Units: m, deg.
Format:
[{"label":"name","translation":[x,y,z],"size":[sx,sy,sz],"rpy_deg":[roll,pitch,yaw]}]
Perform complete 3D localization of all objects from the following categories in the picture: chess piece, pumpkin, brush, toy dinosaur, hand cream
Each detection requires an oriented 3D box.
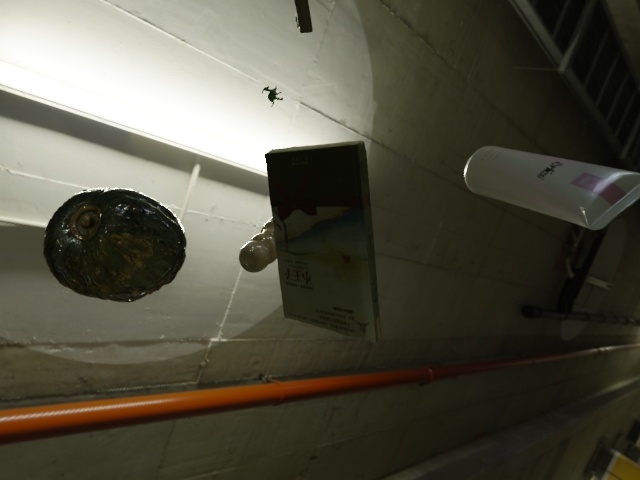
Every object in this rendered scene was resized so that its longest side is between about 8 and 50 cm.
[{"label":"chess piece","translation":[-0.178,0.016,1.429],"size":[0.261,0.143,0.142],"rpy_deg":[-43,-40,-58]},{"label":"pumpkin","translation":[-0.513,0.016,1.097],"size":[0.257,0.328,0.291],"rpy_deg":[55,-126,-67]},{"label":"brush","translation":[-0.048,-0.540,0.901],"size":[0.034,0.027,0.190],"rpy_deg":[-19,-66,-20]},{"label":"toy dinosaur","translation":[-0.134,-0.382,1.139],"size":[0.062,0.083,0.021],"rpy_deg":[3,-115,-38]},{"label":"hand cream","translation":[0.472,-0.123,0.910],"size":[0.186,0.359,0.118],"rpy_deg":[-32,-60,-16]}]

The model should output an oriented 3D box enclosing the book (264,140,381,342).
[{"label":"book","translation":[0.000,0.000,0.654],"size":[0.026,0.201,0.289],"rpy_deg":[-20,-72,-45]}]
